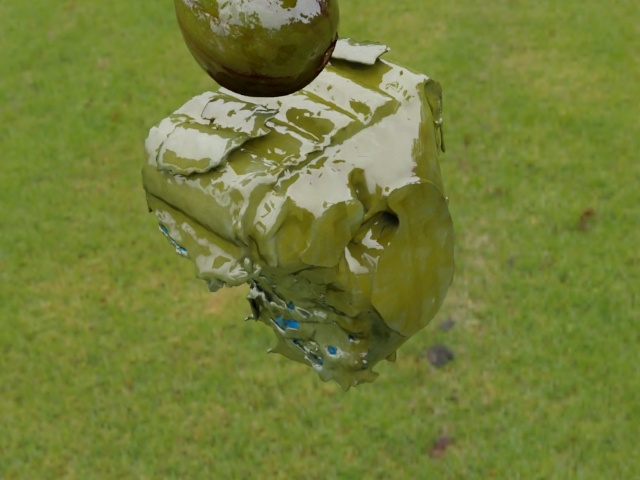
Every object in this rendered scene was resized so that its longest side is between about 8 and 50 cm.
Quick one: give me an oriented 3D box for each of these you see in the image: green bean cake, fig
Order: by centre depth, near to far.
[{"bbox_3d":[-0.091,-0.210,1.027,0.236,0.124,0.124,37,48,1],"label":"fig"},{"bbox_3d":[0.000,0.000,1.169,0.202,0.310,0.285,23,45,37],"label":"green bean cake"}]
